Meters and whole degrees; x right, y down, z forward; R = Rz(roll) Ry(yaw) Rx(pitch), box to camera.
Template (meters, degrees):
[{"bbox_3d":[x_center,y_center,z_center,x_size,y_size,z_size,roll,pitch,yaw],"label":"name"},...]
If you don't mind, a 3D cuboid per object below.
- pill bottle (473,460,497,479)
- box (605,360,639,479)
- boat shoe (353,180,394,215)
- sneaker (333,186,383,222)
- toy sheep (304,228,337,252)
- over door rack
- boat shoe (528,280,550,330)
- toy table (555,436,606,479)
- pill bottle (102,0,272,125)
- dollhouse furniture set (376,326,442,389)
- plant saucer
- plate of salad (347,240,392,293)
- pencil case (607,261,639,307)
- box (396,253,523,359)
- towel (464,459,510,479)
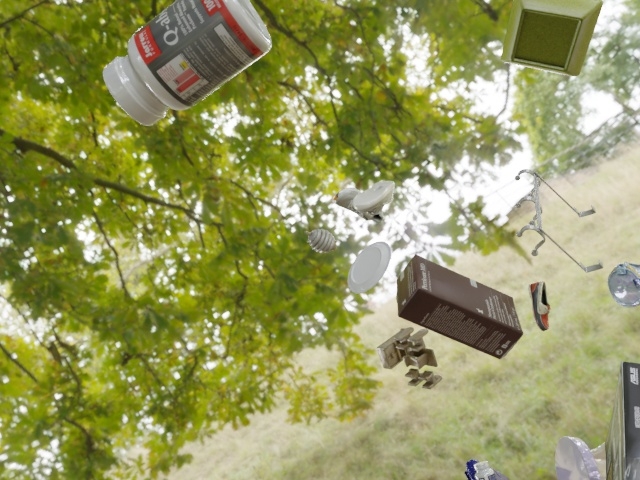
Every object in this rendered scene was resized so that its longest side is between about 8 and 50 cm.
[{"bbox_3d":[0.557,0.806,1.940,0.067,0.120,0.067,-17,-17,-5],"label":"pill bottle"},{"bbox_3d":[0.588,0.417,1.084,0.307,0.077,0.242,73,-149,-41],"label":"box"},{"bbox_3d":[0.133,-0.094,1.417,0.184,0.066,0.063,-44,-50,-59],"label":"boat shoe"},{"bbox_3d":[0.177,-0.147,2.517,0.263,0.121,0.099,11,-50,-35],"label":"sneaker"},{"bbox_3d":[0.000,0.000,1.987,0.132,0.091,0.091,23,-55,-23],"label":"toy sheep"},{"bbox_3d":[0.727,-0.052,1.810,0.324,0.239,0.108,24,-35,-23],"label":"over door rack"},{"bbox_3d":[0.609,0.180,1.594,0.049,0.137,0.043,8,-20,-44],"label":"boat shoe"},{"bbox_3d":[0.699,0.586,1.430,0.161,0.252,0.274,1,8,5],"label":"toy table"},{"bbox_3d":[-0.314,-0.438,1.362,0.363,0.210,0.210,-32,-20,14],"label":"pill bottle"},{"bbox_3d":[0.373,0.441,2.300,0.161,0.212,0.242,-27,15,-36],"label":"dollhouse furniture set"},{"bbox_3d":[0.517,-0.466,1.325,0.188,0.188,0.045,87,-153,-47],"label":"plant saucer"},{"bbox_3d":[0.167,0.092,1.931,0.048,0.199,0.200,34,-68,-28],"label":"plate of salad"},{"bbox_3d":[0.944,0.109,1.637,0.273,0.124,0.113,-7,-21,-23],"label":"pencil case"},{"bbox_3d":[0.441,0.211,1.867,0.191,0.382,0.143,-82,17,-56],"label":"box"},{"bbox_3d":[0.658,0.970,2.134,0.076,0.228,0.308,-53,17,16],"label":"towel"}]
